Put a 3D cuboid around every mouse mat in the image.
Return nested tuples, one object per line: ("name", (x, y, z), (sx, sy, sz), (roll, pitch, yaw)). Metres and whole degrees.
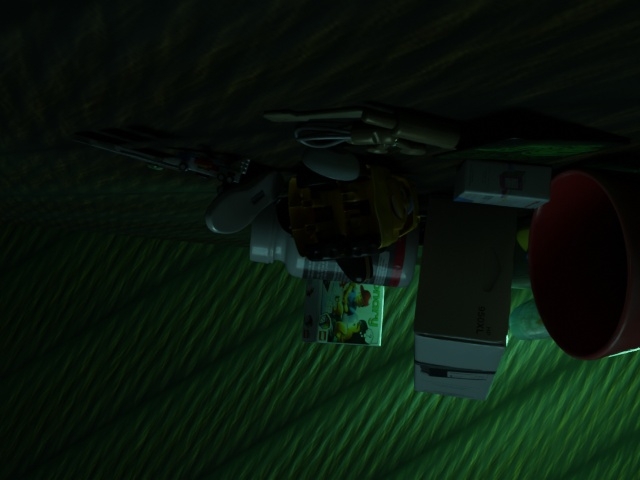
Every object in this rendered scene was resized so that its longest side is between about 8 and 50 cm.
("mouse mat", (0.250, -0.108, 0.873), (0.190, 0.007, 0.153), (-3, 179, -28))

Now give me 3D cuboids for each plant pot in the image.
("plant pot", (0.463, 0.025, 1.026), (0.243, 0.274, 0.275), (-3, 176, -10))

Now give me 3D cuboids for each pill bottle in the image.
("pill bottle", (0.025, -0.007, 1.443), (0.319, 0.176, 0.176), (6, 175, -2))

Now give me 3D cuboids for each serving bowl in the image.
("serving bowl", (0.017, -0.113, 0.997), (0.083, 0.027, 0.083), (15, -154, -8))

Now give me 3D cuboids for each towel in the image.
("towel", (0.630, 0.106, 1.570), (0.375, 0.090, 0.321), (-19, 175, -41))

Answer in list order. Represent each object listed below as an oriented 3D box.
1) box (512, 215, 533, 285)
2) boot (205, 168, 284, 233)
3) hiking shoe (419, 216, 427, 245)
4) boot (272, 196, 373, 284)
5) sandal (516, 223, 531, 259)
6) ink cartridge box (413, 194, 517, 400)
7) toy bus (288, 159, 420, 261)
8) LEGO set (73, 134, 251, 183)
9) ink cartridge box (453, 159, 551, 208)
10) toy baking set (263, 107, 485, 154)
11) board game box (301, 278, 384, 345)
("box", (0.473, 0.027, 1.503), (0.121, 0.147, 0.311), (5, 176, -5))
("boot", (-0.148, -0.067, 1.229), (0.086, 0.069, 0.190), (5, -154, 35))
("hiking shoe", (0.293, -0.021, 1.623), (0.227, 0.086, 0.114), (9, -169, 4))
("boot", (0.000, 0.000, 1.282), (0.137, 0.197, 0.077), (-19, 166, -48))
("sandal", (0.497, 0.015, 1.235), (0.318, 0.138, 0.126), (-17, 160, 37))
("ink cartridge box", (0.277, 0.125, 1.447), (0.166, 0.285, 0.395), (5, 155, 9))
("toy bus", (0.085, -0.051, 1.184), (0.212, 0.149, 0.220), (-6, 180, -36))
("LEGO set", (-0.239, -0.138, 1.168), (0.183, 0.060, 0.244), (17, -178, 40))
("ink cartridge box", (0.263, -0.081, 1.061), (0.123, 0.052, 0.088), (7, 175, 0))
("toy baking set", (0.068, -0.126, 0.901), (0.256, 0.030, 0.197), (9, 174, -29))
("board game box", (0.058, 0.077, 1.616), (0.193, 0.305, 0.053), (9, 172, -39))
